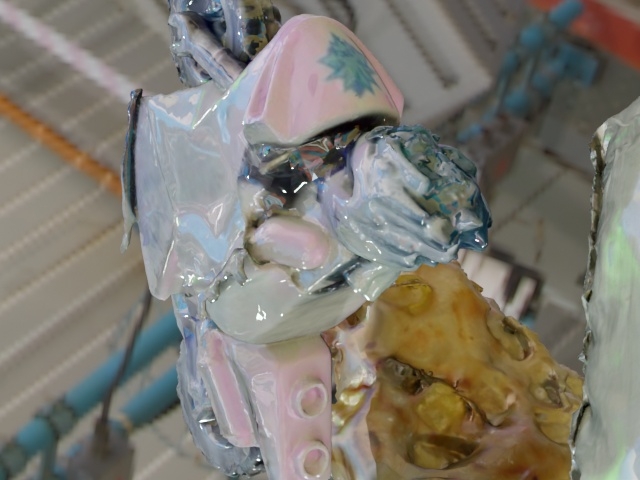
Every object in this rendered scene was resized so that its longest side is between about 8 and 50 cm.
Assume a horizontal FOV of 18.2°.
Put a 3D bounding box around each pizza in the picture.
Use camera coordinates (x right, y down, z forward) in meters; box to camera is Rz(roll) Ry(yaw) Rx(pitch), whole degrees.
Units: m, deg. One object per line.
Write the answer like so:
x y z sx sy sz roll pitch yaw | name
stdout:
0.068 0.102 1.005 0.189 0.071 0.297 2 -131 1 | pizza

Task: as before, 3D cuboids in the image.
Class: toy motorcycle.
-0.005 0.001 0.852 0.108 0.239 0.204 -29 -153 -30 | toy motorcycle

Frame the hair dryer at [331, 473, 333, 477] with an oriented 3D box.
0.169 0.132 1.410 0.352 0.210 0.125 -11 -139 13 | hair dryer

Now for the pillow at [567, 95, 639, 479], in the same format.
0.139 0.015 0.638 0.128 0.051 0.229 -17 -142 28 | pillow
